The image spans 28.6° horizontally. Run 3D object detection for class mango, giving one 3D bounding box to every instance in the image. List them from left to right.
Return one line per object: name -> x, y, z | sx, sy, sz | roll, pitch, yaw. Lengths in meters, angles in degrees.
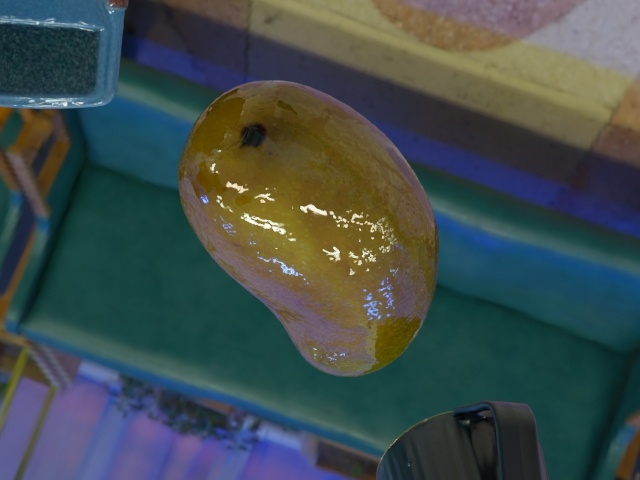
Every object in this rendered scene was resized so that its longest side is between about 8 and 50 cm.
mango -> 0.000, 0.000, 0.716 | 0.136, 0.099, 0.227 | 0, 140, 22

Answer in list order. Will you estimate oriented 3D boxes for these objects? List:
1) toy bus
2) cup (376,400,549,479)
toy bus -> -0.208, -0.151, 0.732 | 0.116, 0.133, 0.234 | -3, -164, -34
cup -> 0.119, 0.205, 0.901 | 0.131, 0.155, 0.176 | 5, 127, -11
